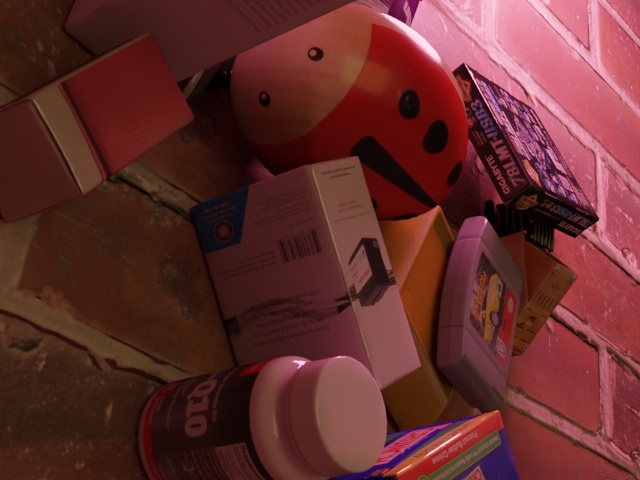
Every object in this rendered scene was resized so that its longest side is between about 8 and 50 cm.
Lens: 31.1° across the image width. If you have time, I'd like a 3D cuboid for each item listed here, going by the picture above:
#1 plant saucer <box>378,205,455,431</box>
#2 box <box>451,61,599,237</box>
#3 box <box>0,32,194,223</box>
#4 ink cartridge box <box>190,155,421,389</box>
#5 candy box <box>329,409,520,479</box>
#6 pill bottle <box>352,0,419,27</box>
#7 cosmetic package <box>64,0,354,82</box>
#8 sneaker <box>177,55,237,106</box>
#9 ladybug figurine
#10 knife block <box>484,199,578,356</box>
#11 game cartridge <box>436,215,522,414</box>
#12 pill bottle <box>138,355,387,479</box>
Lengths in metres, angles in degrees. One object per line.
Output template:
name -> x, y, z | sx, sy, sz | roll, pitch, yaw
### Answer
plant saucer -> 0.169, 0.107, 1.890 | 0.333, 0.081, 0.333 | 63, 37, -29
box -> 0.375, -0.165, 2.164 | 0.293, 0.073, 0.295 | 16, 42, -51
box -> -0.288, -0.137, 1.378 | 0.232, 0.148, 0.127 | -44, 113, -49
ink cartridge box -> -0.021, 0.064, 1.582 | 0.129, 0.223, 0.307 | -16, 90, -54
candy box -> 0.058, 0.335, 1.498 | 0.268, 0.317, 0.122 | -14, 88, -54
pill bottle -> 0.052, -0.348, 1.876 | 0.181, 0.181, 0.323 | 48, 44, -30
cosmetic package -> -0.097, -0.378, 1.465 | 0.161, 0.453, 0.230 | 41, 47, -36
sneaker -> -0.143, -0.243, 1.663 | 0.118, 0.083, 0.222 | 49, 42, -29
ladybug figurine -> 0.065, -0.163, 1.697 | 0.449, 0.305, 0.162 | 30, 24, -40
knife block -> 0.360, 0.050, 2.218 | 0.088, 0.242, 0.276 | 24, 103, -44
game cartridge -> 0.266, 0.116, 1.922 | 0.196, 0.060, 0.294 | 46, 47, -40
pill bottle -> -0.072, 0.229, 1.401 | 0.161, 0.283, 0.161 | 24, 58, -46
